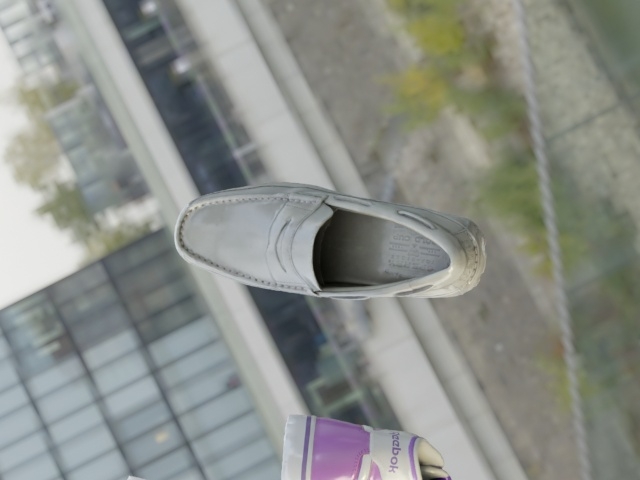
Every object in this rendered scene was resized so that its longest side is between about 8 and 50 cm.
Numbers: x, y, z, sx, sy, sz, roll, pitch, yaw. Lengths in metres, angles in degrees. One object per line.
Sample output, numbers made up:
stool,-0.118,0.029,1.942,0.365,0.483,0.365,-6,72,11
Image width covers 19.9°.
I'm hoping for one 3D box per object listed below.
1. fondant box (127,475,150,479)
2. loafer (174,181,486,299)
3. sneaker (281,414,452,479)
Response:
fondant box,-0.032,0.347,1.380,0.238,0.096,0.330,5,126,40
loafer,0.000,0.000,1.771,0.111,0.319,0.112,-2,-86,-71
sneaker,0.041,0.258,1.700,0.282,0.161,0.102,96,178,-60
